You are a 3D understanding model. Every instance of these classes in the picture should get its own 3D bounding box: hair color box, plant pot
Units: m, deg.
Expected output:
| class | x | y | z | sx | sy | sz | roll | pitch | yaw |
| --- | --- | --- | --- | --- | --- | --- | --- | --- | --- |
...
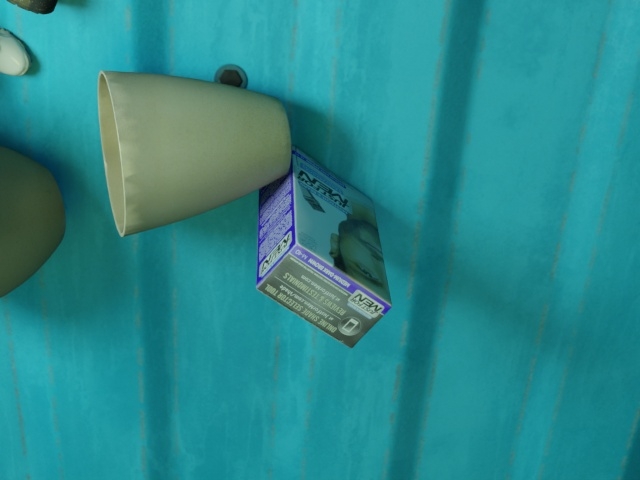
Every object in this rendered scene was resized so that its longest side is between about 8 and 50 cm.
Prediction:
| class | x | y | z | sx | sy | sz | roll | pitch | yaw |
| --- | --- | --- | --- | --- | --- | --- | --- | --- | --- |
| hair color box | 0.000 | 0.000 | 1.606 | 0.185 | 0.339 | 0.110 | 34 | 115 | -20 |
| plant pot | -0.193 | -0.149 | 1.583 | 0.274 | 0.256 | 0.256 | -8 | 123 | -16 |
| plant pot | -0.526 | -0.039 | 1.627 | 0.191 | 0.284 | 0.284 | -14 | 127 | -33 |

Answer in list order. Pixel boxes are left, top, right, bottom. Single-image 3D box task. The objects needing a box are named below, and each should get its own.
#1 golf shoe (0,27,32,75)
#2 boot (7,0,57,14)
| class | x | y | z | sx | sy | sz | roll | pitch | yaw |
| --- | --- | --- | --- | --- | --- | --- | --- | --- | --- |
| golf shoe | -0.529 | -0.304 | 1.547 | 0.176 | 0.086 | 0.069 | 35 | 112 | -23 |
| boot | -0.493 | -0.492 | 1.435 | 0.338 | 0.118 | 0.222 | 21 | 112 | -22 |
